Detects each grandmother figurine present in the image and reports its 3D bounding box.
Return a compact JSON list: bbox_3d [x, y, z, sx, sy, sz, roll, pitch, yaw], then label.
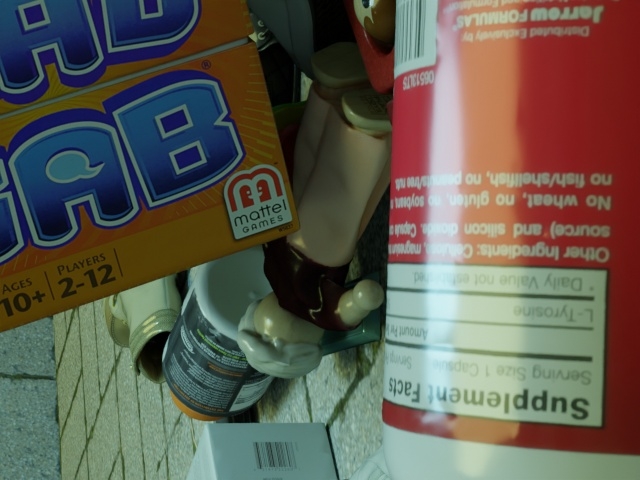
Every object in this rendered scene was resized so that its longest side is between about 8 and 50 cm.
[{"bbox_3d":[0.000,0.000,1.395,0.208,0.104,0.342,-116,35,-42],"label":"grandmother figurine"}]

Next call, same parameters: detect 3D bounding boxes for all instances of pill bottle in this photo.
[{"bbox_3d":[0.147,0.020,0.757,0.229,0.229,0.407,179,93,-72],"label":"pill bottle"},{"bbox_3d":[-0.104,0.116,1.684,0.245,0.130,0.130,119,148,-54],"label":"pill bottle"}]

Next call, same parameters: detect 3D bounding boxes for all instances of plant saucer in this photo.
[{"bbox_3d":[0.019,0.075,1.492,0.192,0.018,0.067,154,116,-69],"label":"plant saucer"}]

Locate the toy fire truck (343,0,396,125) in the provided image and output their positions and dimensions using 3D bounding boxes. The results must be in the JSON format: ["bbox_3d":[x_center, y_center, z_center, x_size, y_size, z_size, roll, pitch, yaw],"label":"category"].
[{"bbox_3d":[0.073,-0.207,1.133,0.302,0.169,0.254,169,93,-73],"label":"toy fire truck"}]

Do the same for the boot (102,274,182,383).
[{"bbox_3d":[-0.258,0.133,2.231,0.262,0.095,0.203,118,148,-46],"label":"boot"}]

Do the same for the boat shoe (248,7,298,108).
[{"bbox_3d":[-0.058,-0.214,1.673,0.076,0.080,0.228,-167,79,-66],"label":"boat shoe"}]

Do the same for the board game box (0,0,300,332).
[{"bbox_3d":[-0.271,-0.166,1.338,0.356,0.356,0.356,-133,26,-62],"label":"board game box"}]

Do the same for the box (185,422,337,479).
[{"bbox_3d":[-0.068,0.272,1.554,0.170,0.130,0.091,110,154,-45],"label":"box"}]

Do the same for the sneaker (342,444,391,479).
[{"bbox_3d":[0.094,0.186,1.151,0.305,0.114,0.152,153,136,-69],"label":"sneaker"}]

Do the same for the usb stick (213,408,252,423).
[{"bbox_3d":[-0.111,0.199,1.834,0.077,0.045,0.278,117,149,-51],"label":"usb stick"}]

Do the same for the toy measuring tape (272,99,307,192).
[{"bbox_3d":[-0.029,-0.141,1.513,0.121,0.121,0.330,165,106,-71],"label":"toy measuring tape"}]

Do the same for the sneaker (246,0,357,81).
[{"bbox_3d":[-0.035,-0.252,1.376,0.106,0.123,0.290,-56,-29,-18],"label":"sneaker"}]
